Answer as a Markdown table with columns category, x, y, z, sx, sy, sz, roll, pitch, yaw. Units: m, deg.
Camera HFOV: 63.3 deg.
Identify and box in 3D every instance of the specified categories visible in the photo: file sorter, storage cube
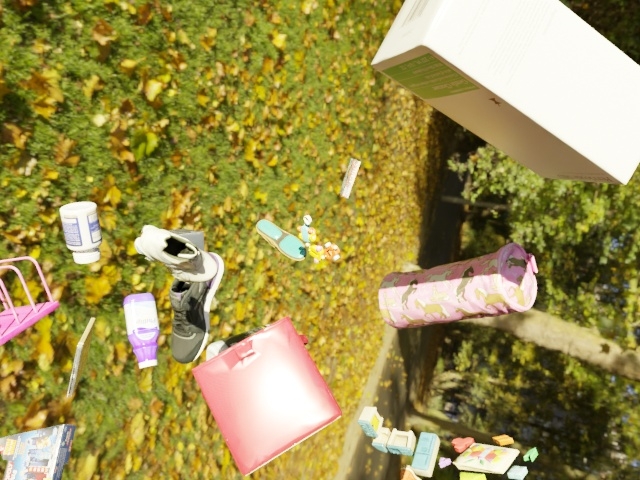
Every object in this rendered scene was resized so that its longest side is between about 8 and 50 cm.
| category | x | y | z | sx | sy | sz | roll | pitch | yaw |
| --- | --- | --- | --- | --- | --- | --- | --- | --- | --- |
| file sorter | -0.944 | 0.184 | 1.458 | 0.290 | 0.202 | 0.182 | -56 | 134 | -66 |
| storage cube | -0.089 | 0.279 | 0.932 | 0.215 | 0.193 | 0.183 | -27 | 162 | -12 |

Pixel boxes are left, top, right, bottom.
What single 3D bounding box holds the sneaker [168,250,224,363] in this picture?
| category | x | y | z | sx | sy | sz | roll | pitch | yaw |
| --- | --- | --- | --- | --- | --- | --- | --- | --- | --- |
| sneaker | -0.334 | 0.160 | 1.267 | 0.124 | 0.107 | 0.283 | 19 | 82 | -66 |

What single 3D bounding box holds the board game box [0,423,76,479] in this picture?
| category | x | y | z | sx | sy | sz | roll | pitch | yaw |
| --- | --- | --- | --- | --- | --- | --- | --- | --- | --- |
| board game box | -0.799 | 0.604 | 1.430 | 0.060 | 0.194 | 0.194 | 67 | 25 | -66 |

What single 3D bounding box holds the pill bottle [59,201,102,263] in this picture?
| category | x | y | z | sx | sy | sz | roll | pitch | yaw |
| --- | --- | --- | --- | --- | --- | --- | --- | --- | --- |
| pill bottle | -0.783 | -0.024 | 1.711 | 0.112 | 0.112 | 0.186 | -44 | 137 | -62 |

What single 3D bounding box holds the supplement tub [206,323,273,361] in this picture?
| category | x | y | z | sx | sy | sz | roll | pitch | yaw |
| --- | --- | --- | --- | --- | --- | --- | --- | --- | --- |
| supplement tub | -0.251 | 0.447 | 2.007 | 0.338 | 0.207 | 0.207 | -15 | 120 | -31 |

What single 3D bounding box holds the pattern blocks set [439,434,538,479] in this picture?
| category | x | y | z | sx | sy | sz | roll | pitch | yaw |
| --- | --- | --- | --- | --- | --- | --- | --- | --- | --- |
| pattern blocks set | 0.554 | 0.729 | 1.743 | 0.285 | 0.325 | 0.026 | -20 | 92 | -54 |

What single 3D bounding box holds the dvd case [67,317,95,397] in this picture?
| category | x | y | z | sx | sy | sz | roll | pitch | yaw |
| --- | --- | --- | --- | --- | --- | --- | --- | --- | --- |
| dvd case | -0.728 | 0.351 | 1.583 | 0.221 | 0.018 | 0.164 | -137 | -119 | -71 |

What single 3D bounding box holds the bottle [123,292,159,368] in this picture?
| category | x | y | z | sx | sy | sz | roll | pitch | yaw |
| --- | --- | --- | --- | --- | --- | --- | --- | --- | --- |
| bottle | -0.688 | 0.350 | 2.013 | 0.092 | 0.118 | 0.282 | -35 | -116 | 56 |

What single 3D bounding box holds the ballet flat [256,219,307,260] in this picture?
| category | x | y | z | sx | sy | sz | roll | pitch | yaw |
| --- | --- | --- | --- | --- | --- | --- | --- | --- | --- |
| ballet flat | -0.131 | 0.007 | 1.824 | 0.080 | 0.232 | 0.073 | -41 | 152 | -21 |

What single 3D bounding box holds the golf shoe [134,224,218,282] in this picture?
| category | x | y | z | sx | sy | sz | roll | pitch | yaw |
| --- | --- | --- | --- | --- | --- | --- | --- | --- | --- |
| golf shoe | -0.235 | 0.033 | 0.909 | 0.176 | 0.086 | 0.069 | 33 | 68 | -47 |

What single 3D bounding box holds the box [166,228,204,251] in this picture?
| category | x | y | z | sx | sy | sz | roll | pitch | yaw |
| --- | --- | --- | --- | --- | --- | --- | --- | --- | --- |
| box | -0.596 | 0.007 | 2.174 | 0.156 | 0.158 | 0.093 | -10 | 102 | -46 |

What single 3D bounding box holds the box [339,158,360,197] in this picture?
| category | x | y | z | sx | sy | sz | roll | pitch | yaw |
| --- | --- | --- | --- | --- | --- | --- | --- | --- | --- |
| box | 0.105 | -0.225 | 1.866 | 0.094 | 0.027 | 0.137 | -102 | -149 | -77 |

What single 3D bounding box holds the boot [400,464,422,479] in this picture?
| category | x | y | z | sx | sy | sz | roll | pitch | yaw |
| --- | --- | --- | --- | --- | --- | --- | --- | --- | --- |
| boot | 0.362 | 0.974 | 2.060 | 0.158 | 0.059 | 0.084 | 53 | 33 | -22 |

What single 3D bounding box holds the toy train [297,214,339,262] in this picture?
| category | x | y | z | sx | sy | sz | roll | pitch | yaw |
| --- | --- | --- | --- | --- | --- | --- | --- | --- | --- |
| toy train | 0.000 | 0.000 | 1.602 | 0.046 | 0.166 | 0.125 | -27 | 166 | -39 |

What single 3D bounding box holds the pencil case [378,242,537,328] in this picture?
| category | x | y | z | sx | sy | sz | roll | pitch | yaw |
| --- | --- | --- | --- | --- | --- | --- | --- | --- | --- |
| pencil case | 0.319 | 0.119 | 1.247 | 0.160 | 0.386 | 0.167 | 31 | 59 | -29 |

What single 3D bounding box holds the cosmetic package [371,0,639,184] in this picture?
| category | x | y | z | sx | sy | sz | roll | pitch | yaw |
| --- | --- | --- | --- | --- | --- | --- | --- | --- | --- |
| cosmetic package | 0.286 | -0.235 | 0.754 | 0.155 | 0.366 | 0.197 | -61 | -164 | 2 |

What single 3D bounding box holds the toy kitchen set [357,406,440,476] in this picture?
| category | x | y | z | sx | sy | sz | roll | pitch | yaw |
| --- | --- | --- | --- | --- | --- | --- | --- | --- | --- |
| toy kitchen set | 0.234 | 0.615 | 1.600 | 0.166 | 0.207 | 0.122 | 61 | 40 | -30 |
